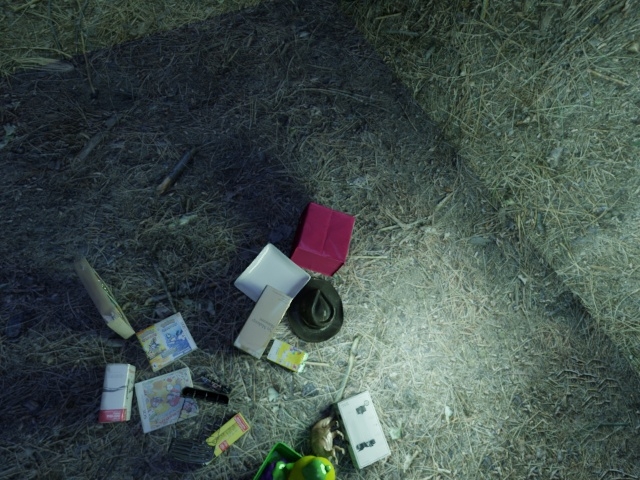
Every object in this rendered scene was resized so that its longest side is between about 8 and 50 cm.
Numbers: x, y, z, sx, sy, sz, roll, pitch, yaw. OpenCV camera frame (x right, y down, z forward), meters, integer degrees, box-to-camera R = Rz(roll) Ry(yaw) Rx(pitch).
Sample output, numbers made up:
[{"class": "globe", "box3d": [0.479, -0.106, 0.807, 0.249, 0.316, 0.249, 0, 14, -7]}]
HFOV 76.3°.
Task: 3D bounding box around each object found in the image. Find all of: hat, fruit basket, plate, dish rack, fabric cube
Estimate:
[{"class": "hat", "box3d": [-0.013, 0.329, 2.013, 0.331, 0.134, 0.332, 5, 68, -13]}, {"class": "fruit basket", "box3d": [-0.072, 0.964, 1.557, 0.392, 0.392, 0.283, 36, 64, 1]}, {"class": "plate", "box3d": [-0.239, 0.201, 2.032, 0.277, 0.045, 0.278, 39, 73, 1]}, {"class": "dish rack", "box3d": [-0.506, 0.763, 1.682, 0.208, 0.074, 0.272, 12, 60, -1]}, {"class": "fabric cube", "box3d": [0.000, 0.000, 2.083, 0.258, 0.254, 0.258, 19, 67, -9]}]

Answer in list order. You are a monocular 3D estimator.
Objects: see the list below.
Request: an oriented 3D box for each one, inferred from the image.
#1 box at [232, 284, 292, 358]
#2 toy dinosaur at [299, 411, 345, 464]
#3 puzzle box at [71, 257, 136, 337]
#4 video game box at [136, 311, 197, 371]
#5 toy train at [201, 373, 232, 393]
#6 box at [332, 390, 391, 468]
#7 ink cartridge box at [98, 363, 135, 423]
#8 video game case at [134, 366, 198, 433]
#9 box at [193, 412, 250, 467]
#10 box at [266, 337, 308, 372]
[{"class": "box", "box3d": [-0.269, 0.377, 1.899, 0.147, 0.121, 0.311, 28, 75, -4]}, {"class": "toy dinosaur", "box3d": [-0.004, 0.900, 1.802, 0.200, 0.127, 0.296, -12, 49, 17]}, {"class": "puzzle box", "box3d": [-0.864, 0.252, 1.651, 0.052, 0.409, 0.272, -31, 81, -24]}, {"class": "video game box", "box3d": [-0.685, 0.450, 1.823, 0.205, 0.048, 0.187, -27, 76, -24]}, {"class": "toy train", "box3d": [-0.467, 0.641, 1.819, 0.158, 0.027, 0.036, 30, 75, -3]}, {"class": "box", "box3d": [0.186, 0.865, 1.878, 0.169, 0.087, 0.290, -16, 73, -21]}, {"class": "ink cartridge box", "box3d": [-0.820, 0.618, 1.654, 0.092, 0.158, 0.218, 1, 69, -14]}, {"class": "video game case", "box3d": [-0.658, 0.680, 1.749, 0.226, 0.026, 0.207, -13, 73, -20]}, {"class": "box", "box3d": [-0.418, 0.843, 1.732, 0.232, 0.058, 0.087, -33, 79, -25]}, {"class": "box", "box3d": [-0.156, 0.550, 1.934, 0.179, 0.043, 0.105, 25, 64, -2]}]
